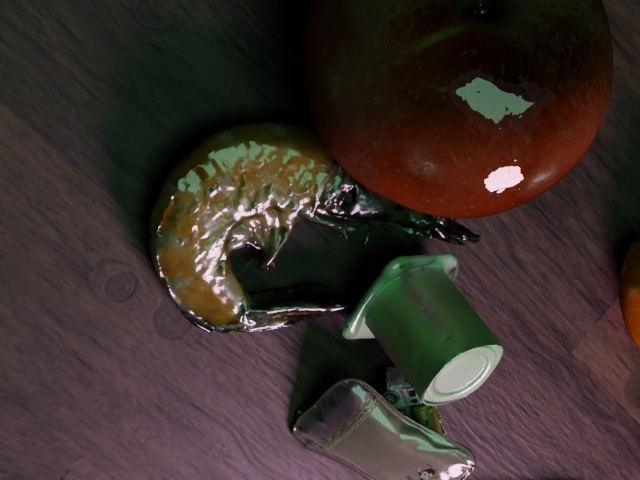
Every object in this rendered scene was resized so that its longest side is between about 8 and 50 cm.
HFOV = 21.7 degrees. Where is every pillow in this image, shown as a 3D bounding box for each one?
[{"bbox_3d":[0.079,0.259,2.104,0.233,0.038,0.131,36,115,-21],"label":"pillow"}]

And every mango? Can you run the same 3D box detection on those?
[{"bbox_3d":[0.487,0.091,2.267,0.154,0.126,0.252,-50,134,-18],"label":"mango"}]

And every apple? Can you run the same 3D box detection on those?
[{"bbox_3d":[0.148,-0.192,1.834,0.349,0.348,0.277,-20,161,-22],"label":"apple"}]

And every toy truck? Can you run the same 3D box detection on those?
[{"bbox_3d":[0.120,0.217,2.131,0.063,0.052,0.123,-11,120,10],"label":"toy truck"}]

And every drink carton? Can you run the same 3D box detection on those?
[{"bbox_3d":[0.136,0.114,2.023,0.144,0.142,0.146,-4,137,-44],"label":"drink carton"}]

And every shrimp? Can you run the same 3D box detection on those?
[{"bbox_3d":[0.000,0.000,1.969,0.445,0.085,0.272,6,114,-33],"label":"shrimp"}]
